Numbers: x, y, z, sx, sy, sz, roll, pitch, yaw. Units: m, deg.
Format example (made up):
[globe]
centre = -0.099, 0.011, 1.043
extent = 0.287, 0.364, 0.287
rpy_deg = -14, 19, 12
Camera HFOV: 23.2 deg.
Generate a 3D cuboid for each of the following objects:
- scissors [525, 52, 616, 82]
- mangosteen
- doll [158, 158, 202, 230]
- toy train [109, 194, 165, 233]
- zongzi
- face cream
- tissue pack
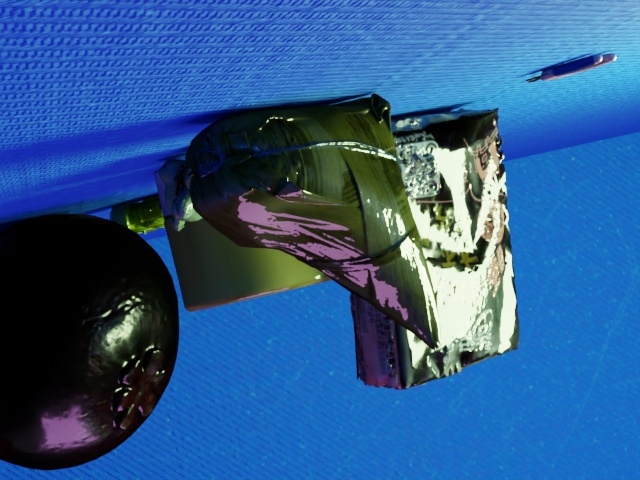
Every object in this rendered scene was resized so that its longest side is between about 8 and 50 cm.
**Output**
[scissors]
centre = 0.276, -0.191, 1.748
extent = 0.113, 0.012, 0.039
rpy_deg = -13, 179, 44
[mangosteen]
centre = -0.416, 0.128, 2.291
extent = 0.435, 0.382, 0.382
rpy_deg = 26, -159, 30
[doll]
centre = -0.140, -0.075, 1.780
extent = 0.115, 0.077, 0.150
rpy_deg = -53, -175, -24
[toy train]
centre = -0.198, -0.054, 2.333
extent = 0.250, 0.053, 0.085
rpy_deg = -14, 173, 31
[zongzi]
centre = 0.000, 0.000, 1.526
extent = 0.251, 0.274, 0.125
rpy_deg = -12, 171, -46
[face cream]
centre = -0.085, -0.020, 1.968
extent = 0.218, 0.179, 0.218
rpy_deg = -13, 179, 0
[tissue pack]
centre = 0.130, 0.007, 1.964
extent = 0.245, 0.332, 0.123
rpy_deg = -15, -167, -40
